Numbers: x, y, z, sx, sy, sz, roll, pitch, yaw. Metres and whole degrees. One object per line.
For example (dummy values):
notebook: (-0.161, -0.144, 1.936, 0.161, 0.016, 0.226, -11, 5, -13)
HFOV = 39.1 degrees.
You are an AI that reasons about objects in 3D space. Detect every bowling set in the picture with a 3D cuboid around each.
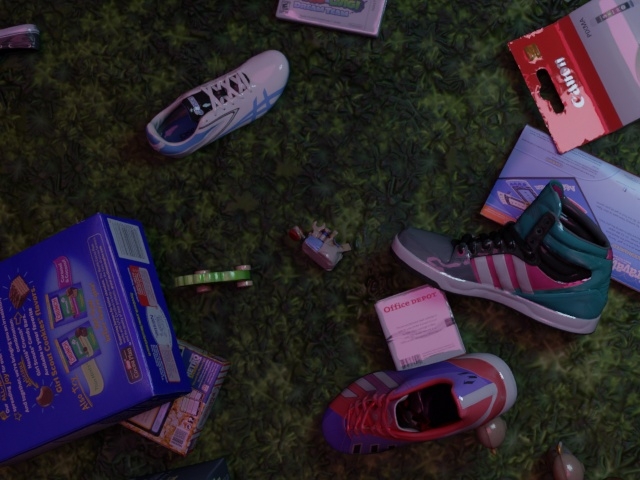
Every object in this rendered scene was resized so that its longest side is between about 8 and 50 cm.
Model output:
bowling set: (0.309, 0.334, 1.168, 0.200, 0.154, 0.286, -14, 84, 8)

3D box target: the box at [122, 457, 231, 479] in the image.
box: (-0.232, 0.364, 1.213, 0.184, 0.233, 0.059, -13, 90, 8)

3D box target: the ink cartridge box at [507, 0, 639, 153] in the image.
ink cartridge box: (0.398, -0.245, 1.234, 0.225, 0.056, 0.181, -23, 83, -3)

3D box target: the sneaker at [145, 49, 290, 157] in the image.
sneaker: (-0.147, -0.199, 1.316, 0.237, 0.086, 0.085, -33, 80, 4)

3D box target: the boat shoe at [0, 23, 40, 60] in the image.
boat shoe: (-0.503, -0.298, 1.398, 0.142, 0.049, 0.040, -14, 84, 6)

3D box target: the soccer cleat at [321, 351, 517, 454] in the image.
soccer cleat: (0.098, 0.220, 1.169, 0.318, 0.116, 0.108, -24, 81, 41)

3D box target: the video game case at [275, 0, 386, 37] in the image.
video game case: (0.025, -0.383, 1.334, 0.157, 0.019, 0.143, 13, 88, 10)

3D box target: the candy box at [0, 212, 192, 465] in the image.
candy box: (-0.372, 0.147, 1.269, 0.317, 0.122, 0.268, -23, 75, 15)

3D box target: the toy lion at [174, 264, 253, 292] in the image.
toy lion: (-0.154, 0.055, 1.292, 0.100, 0.096, 0.034, -7, 85, 8)

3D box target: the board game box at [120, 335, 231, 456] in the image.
board game box: (-0.249, 0.206, 1.322, 0.194, 0.045, 0.146, 24, 90, 10)

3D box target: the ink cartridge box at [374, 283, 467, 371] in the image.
ink cartridge box: (0.144, 0.134, 1.258, 0.099, 0.056, 0.135, -19, 84, 8)

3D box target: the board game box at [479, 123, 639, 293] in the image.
board game box: (0.379, -0.037, 1.249, 0.281, 0.027, 0.145, 27, 89, 10)

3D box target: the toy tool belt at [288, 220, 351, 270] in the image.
toy tool belt: (0.000, 0.000, 1.301, 0.083, 0.052, 0.051, 41, 62, 6)

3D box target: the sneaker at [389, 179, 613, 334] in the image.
sneaker: (0.252, -0.003, 1.189, 0.296, 0.124, 0.178, 19, 115, 5)
